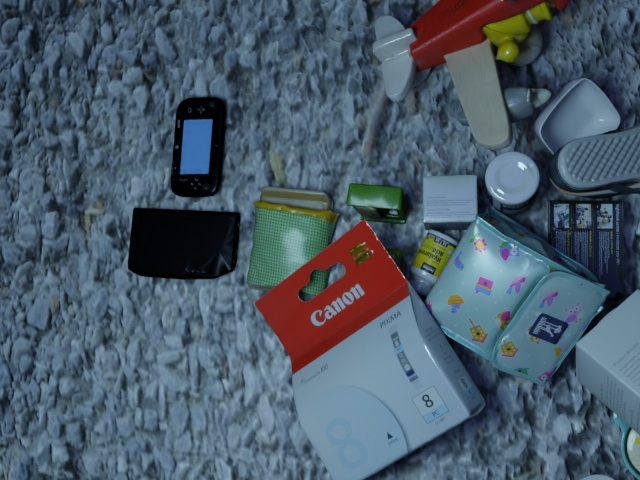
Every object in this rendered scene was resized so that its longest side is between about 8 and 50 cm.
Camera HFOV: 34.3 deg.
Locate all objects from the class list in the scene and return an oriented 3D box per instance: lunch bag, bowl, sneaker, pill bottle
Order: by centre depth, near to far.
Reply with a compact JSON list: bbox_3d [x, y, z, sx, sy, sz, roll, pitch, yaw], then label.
[{"bbox_3d":[0.340,0.103,1.807,0.262,0.160,0.223,34,108,13],"label":"lunch bag"},{"bbox_3d":[0.554,-0.143,1.833,0.321,0.127,0.126,-2,84,-9],"label":"sneaker"},{"bbox_3d":[0.342,-0.097,1.849,0.094,0.169,0.094,-1,82,9],"label":"pill bottle"},{"bbox_3d":[0.457,-0.215,1.879,0.142,0.053,0.142,-49,122,1],"label":"bowl"},{"bbox_3d":[0.204,0.044,1.908,0.065,0.065,0.116,25,88,13],"label":"pill bottle"}]

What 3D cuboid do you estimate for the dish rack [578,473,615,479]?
[{"bbox_3d":[0.466,0.599,1.777,0.285,0.072,0.333,-34,78,5],"label":"dish rack"}]

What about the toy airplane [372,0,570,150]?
[{"bbox_3d":[0.286,-0.375,1.879,0.384,0.272,0.386,28,98,50],"label":"toy airplane"}]

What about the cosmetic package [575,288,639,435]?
[{"bbox_3d":[0.547,0.215,1.737,0.151,0.151,0.183,-38,56,-11],"label":"cosmetic package"}]

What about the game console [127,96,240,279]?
[{"bbox_3d":[-0.260,-0.104,2.026,0.213,0.044,0.361,2,82,11],"label":"game console"}]

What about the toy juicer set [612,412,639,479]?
[{"bbox_3d":[0.618,0.340,1.777,0.209,0.089,0.329,-23,78,7],"label":"toy juicer set"}]

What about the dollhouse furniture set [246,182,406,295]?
[{"bbox_3d":[0.000,0.000,1.907,0.301,0.151,0.198,5,83,11],"label":"dollhouse furniture set"}]

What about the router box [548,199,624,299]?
[{"bbox_3d":[0.479,0.018,1.871,0.133,0.046,0.179,1,82,10],"label":"router box"}]

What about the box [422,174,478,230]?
[{"bbox_3d":[0.239,-0.068,1.899,0.102,0.101,0.087,-2,81,9],"label":"box"}]

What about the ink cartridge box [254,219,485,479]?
[{"bbox_3d":[0.061,0.205,1.828,0.308,0.091,0.385,-37,81,30],"label":"ink cartridge box"}]

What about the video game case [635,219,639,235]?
[{"bbox_3d":[0.687,-0.076,1.857,0.183,0.023,0.201,19,86,13],"label":"video game case"}]
